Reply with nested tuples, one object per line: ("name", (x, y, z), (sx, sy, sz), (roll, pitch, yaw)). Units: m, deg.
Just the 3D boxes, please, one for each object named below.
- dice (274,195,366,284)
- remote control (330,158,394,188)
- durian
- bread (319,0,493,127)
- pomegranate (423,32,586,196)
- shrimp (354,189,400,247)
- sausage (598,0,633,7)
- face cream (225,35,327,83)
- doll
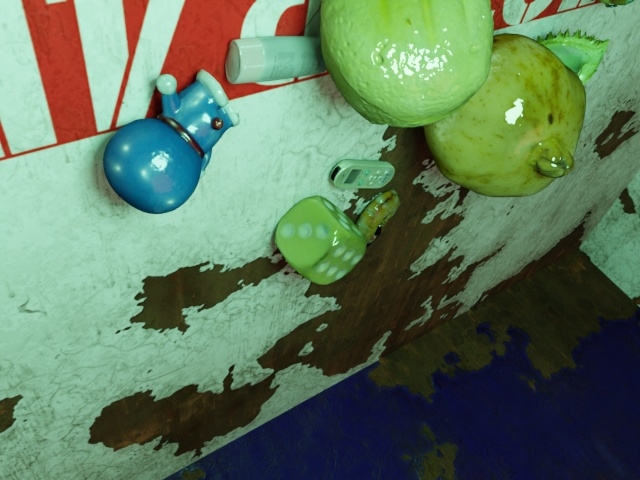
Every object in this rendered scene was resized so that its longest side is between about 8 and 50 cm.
("dice", (0.000, 0.000, 1.507), (0.166, 0.169, 0.169), (-46, 151, 13))
("remote control", (0.108, -0.173, 1.516), (0.221, 0.042, 0.078), (-4, 138, -45))
("durian", (0.580, -0.392, 1.571), (0.163, 0.198, 0.394), (4, 133, -53))
("bread", (0.148, -0.360, 1.011), (0.320, 0.321, 0.237), (-38, 166, 0))
("pomegranate", (0.435, -0.267, 1.360), (0.409, 0.410, 0.410), (-28, 150, -18))
("shrimp", (0.145, -0.035, 1.748), (0.152, 0.063, 0.287), (-16, 145, -55))
("sausage", (0.754, -0.716, 1.377), (0.125, 0.117, 0.317), (-29, 151, -24))
("face cream", (-0.074, -0.329, 1.063), (0.198, 0.057, 0.084), (-15, 143, -33))
("doll", (-0.257, -0.170, 1.011), (0.257, 0.161, 0.215), (-49, 141, -15))
